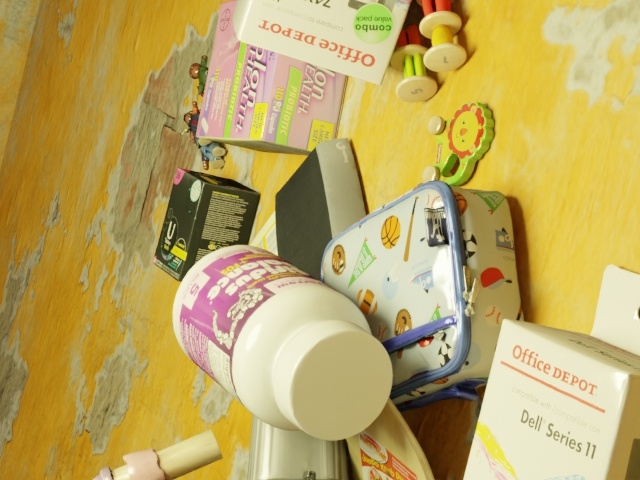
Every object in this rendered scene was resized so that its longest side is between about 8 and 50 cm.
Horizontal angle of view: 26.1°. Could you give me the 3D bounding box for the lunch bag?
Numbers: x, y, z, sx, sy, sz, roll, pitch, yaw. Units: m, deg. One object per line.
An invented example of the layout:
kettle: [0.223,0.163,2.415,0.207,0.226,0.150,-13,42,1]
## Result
lunch bag: [0.113,0.076,1.592,0.303,0.115,0.243,-31,56,56]

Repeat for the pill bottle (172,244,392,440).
pill bottle: [-0.043,0.117,1.580,0.301,0.169,0.169,28,105,59]

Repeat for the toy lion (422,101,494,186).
toy lion: [0.168,-0.114,1.645,0.096,0.034,0.100,-1,80,54]

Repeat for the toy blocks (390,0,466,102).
toy blocks: [0.130,-0.266,1.739,0.123,0.054,0.148,-46,41,49]

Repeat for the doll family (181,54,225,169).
doll family: [-0.188,-0.207,2.281,0.111,0.076,0.193,40,119,53]

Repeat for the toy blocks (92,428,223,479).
toy blocks: [-0.190,0.455,1.748,0.309,0.260,0.288,-121,13,-49]

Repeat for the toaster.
toaster: [-0.028,0.267,1.714,0.227,0.129,0.146,91,179,-63]

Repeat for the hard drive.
hard drive: [0.000,0.000,1.881,0.172,0.054,0.254,-47,42,44]

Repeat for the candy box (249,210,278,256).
candy box: [-0.063,0.066,2.003,0.105,0.027,0.205,-54,37,43]

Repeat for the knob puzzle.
knob puzzle: [0.089,0.255,1.575,0.213,0.030,0.213,45,147,42]

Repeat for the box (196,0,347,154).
box: [-0.068,-0.240,2.024,0.243,0.117,0.213,11,90,61]

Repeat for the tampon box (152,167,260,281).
tampon box: [-0.180,-0.018,2.166,0.120,0.101,0.161,27,104,60]

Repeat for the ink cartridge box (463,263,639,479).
ink cartridge box: [0.244,0.202,1.295,0.207,0.119,0.353,22,100,62]

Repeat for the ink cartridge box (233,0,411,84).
ink cartridge box: [0.021,-0.367,1.773,0.197,0.198,0.270,-107,34,-72]
